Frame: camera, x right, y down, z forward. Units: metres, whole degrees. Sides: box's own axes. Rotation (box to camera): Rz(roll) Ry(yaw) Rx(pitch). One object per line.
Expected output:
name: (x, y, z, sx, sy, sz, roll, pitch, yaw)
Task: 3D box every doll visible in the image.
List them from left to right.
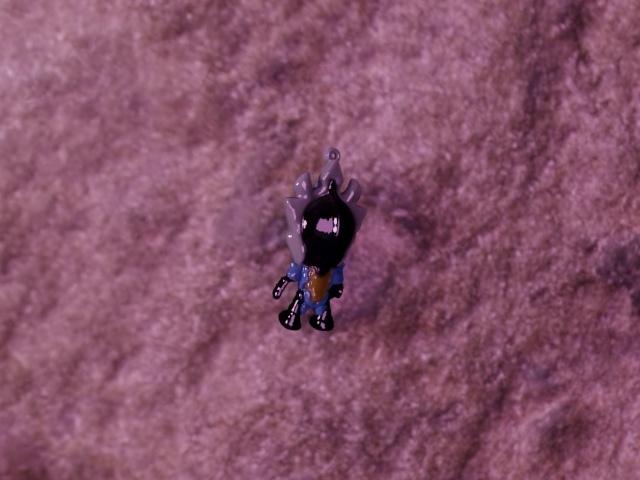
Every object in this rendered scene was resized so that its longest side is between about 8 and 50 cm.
doll: (0.000, 0.000, 0.510, 0.095, 0.070, 0.195, 5, 100, -27)
